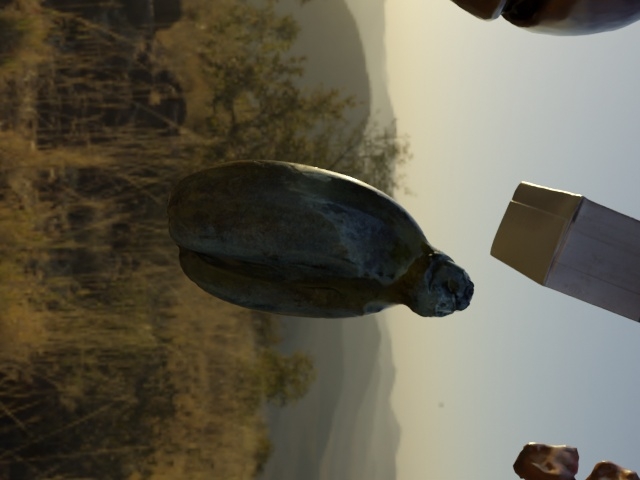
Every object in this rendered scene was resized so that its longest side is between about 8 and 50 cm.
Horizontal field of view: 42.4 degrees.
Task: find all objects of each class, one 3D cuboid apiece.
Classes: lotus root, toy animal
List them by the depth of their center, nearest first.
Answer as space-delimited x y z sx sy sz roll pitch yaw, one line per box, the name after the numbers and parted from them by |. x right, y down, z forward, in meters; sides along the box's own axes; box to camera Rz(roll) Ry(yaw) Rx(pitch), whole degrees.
0.000 0.000 0.830 0.140 0.322 0.158 -64 157 -44 | lotus root
0.291 0.386 0.927 0.169 0.195 0.281 -35 123 -34 | toy animal

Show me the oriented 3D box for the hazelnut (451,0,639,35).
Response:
0.235 -0.411 0.883 0.359 0.359 0.409 81 -13 -52 | hazelnut

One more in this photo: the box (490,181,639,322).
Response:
0.261 0.023 0.696 0.135 0.199 0.081 -122 -125 -79 | box
